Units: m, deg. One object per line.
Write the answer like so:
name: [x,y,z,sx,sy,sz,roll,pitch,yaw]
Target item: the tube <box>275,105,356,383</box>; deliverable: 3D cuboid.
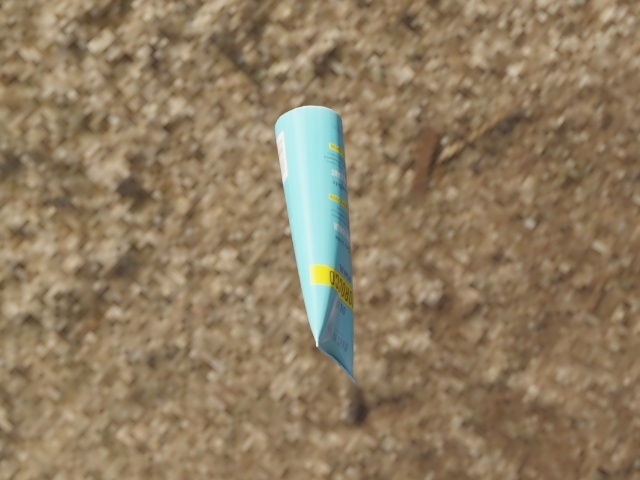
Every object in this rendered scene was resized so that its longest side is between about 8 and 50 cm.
tube: [0.000,0.000,1.453,0.052,0.207,0.080,-17,151,20]
